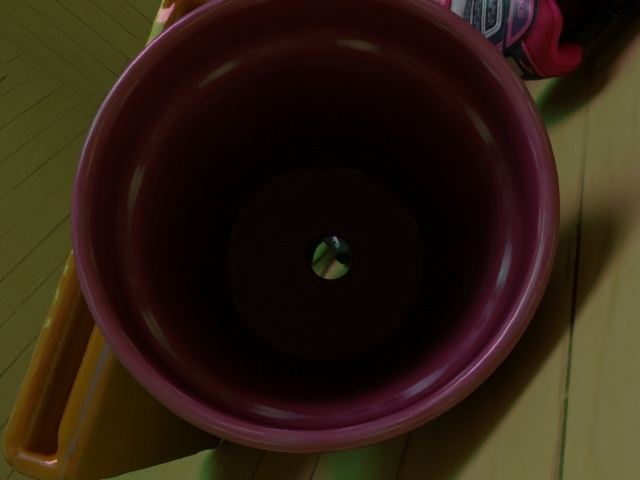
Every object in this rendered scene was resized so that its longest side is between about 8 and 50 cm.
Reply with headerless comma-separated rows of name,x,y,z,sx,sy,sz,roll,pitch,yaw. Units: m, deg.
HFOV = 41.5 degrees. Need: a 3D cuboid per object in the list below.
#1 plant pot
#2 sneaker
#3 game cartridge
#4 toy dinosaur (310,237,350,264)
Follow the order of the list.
plant pot,0.000,0.000,0.426,0.201,0.201,0.180,-52,-8,-7
sneaker,0.205,-0.219,0.559,0.299,0.121,0.112,-51,37,-2
game cartridge,-0.087,0.018,0.608,0.324,0.052,0.285,60,-133,-78
toy dinosaur,-0.028,-0.045,0.928,0.313,0.121,0.160,-103,25,-81
